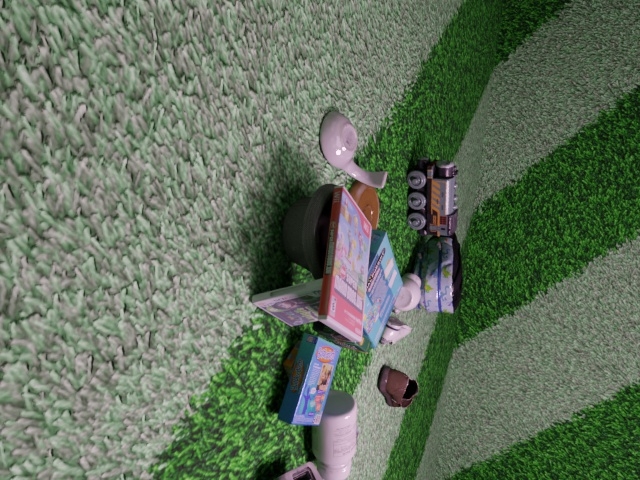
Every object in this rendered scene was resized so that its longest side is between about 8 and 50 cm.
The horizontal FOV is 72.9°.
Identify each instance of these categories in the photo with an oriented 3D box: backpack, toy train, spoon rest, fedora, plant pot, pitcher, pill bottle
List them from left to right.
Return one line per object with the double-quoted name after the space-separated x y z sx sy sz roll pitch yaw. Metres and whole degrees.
0.000 0.000 1.020 0.244 0.124 0.276 -64 141 -32 "fedora"
0.038 0.560 1.240 0.131 0.131 0.230 -27 121 -56 "pill bottle"
0.080 -0.232 1.171 0.276 0.084 0.138 38 62 -43 "spoon rest"
0.133 -0.073 1.341 0.236 0.032 0.237 -25 119 -56 "plant pot"
0.321 0.224 1.692 0.178 0.125 0.207 -70 165 11 "pitcher"
0.453 -0.170 1.730 0.142 0.190 0.334 -41 132 -51 "toy train"
0.515 0.165 1.902 0.356 0.273 0.290 -88 172 -56 "backpack"

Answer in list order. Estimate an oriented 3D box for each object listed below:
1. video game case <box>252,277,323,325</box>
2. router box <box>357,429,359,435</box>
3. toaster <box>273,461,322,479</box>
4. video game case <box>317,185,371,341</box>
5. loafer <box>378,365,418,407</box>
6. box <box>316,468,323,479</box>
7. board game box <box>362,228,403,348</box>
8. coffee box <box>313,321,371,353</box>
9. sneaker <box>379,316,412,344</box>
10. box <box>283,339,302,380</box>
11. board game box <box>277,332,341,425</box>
-0.030 0.143 0.964 0.190 0.173 0.022 47 33 -55 "video game case"
0.083 0.669 1.448 0.123 0.038 0.092 -57 142 -38 "router box"
-0.053 0.653 1.049 0.110 0.168 0.185 -38 153 14 "toaster"
0.060 0.056 0.934 0.204 0.025 0.286 45 47 -56 "video game case"
0.346 0.638 1.824 0.366 0.130 0.134 51 54 -54 "loafer"
-0.047 0.782 1.245 0.114 0.036 0.207 14 86 -61 "box"
0.155 0.158 1.360 0.254 0.079 0.336 -62 149 -23 "board game box"
0.066 0.272 1.231 0.184 0.113 0.041 50 54 -56 "coffee box"
0.291 0.361 1.715 0.235 0.090 0.095 19 93 -57 "sneaker"
-0.052 0.334 1.122 0.081 0.028 0.136 -52 142 -42 "box"
-0.022 0.356 1.103 0.160 0.047 0.211 44 61 -57 "board game box"
